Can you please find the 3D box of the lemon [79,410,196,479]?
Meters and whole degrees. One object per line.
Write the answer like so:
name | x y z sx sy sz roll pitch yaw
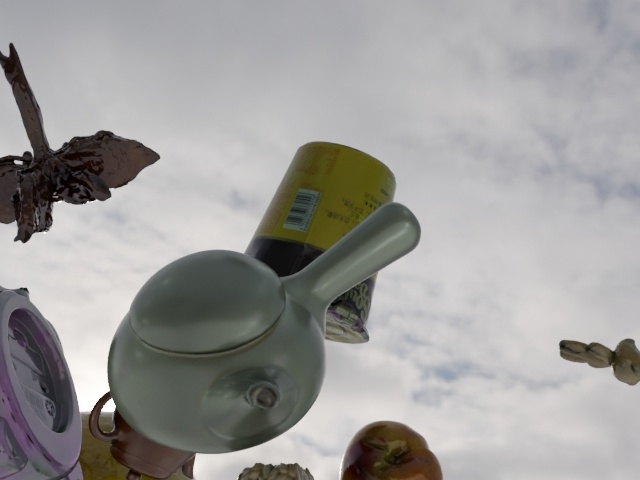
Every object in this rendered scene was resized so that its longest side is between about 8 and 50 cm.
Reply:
lemon | -0.325 0.401 1.324 0.348 0.348 0.348 5 -34 3

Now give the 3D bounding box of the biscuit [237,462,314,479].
biscuit | -0.044 0.283 0.840 0.070 0.169 0.082 -8 -27 22

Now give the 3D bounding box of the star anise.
star anise | -0.228 -0.086 0.755 0.140 0.158 0.144 13 -55 40

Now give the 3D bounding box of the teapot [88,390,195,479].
teapot | -0.197 0.226 1.081 0.116 0.116 0.173 -18 -39 33

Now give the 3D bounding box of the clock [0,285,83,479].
clock | -0.355 0.172 1.080 0.090 0.248 0.227 -24 -30 3

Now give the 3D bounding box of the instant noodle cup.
instant noodle cup | 0.000 0.000 1.277 0.215 0.236 0.215 18 -16 5

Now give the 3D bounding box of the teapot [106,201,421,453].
teapot | -0.062 0.066 0.911 0.220 0.318 0.149 18 -49 25

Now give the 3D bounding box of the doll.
doll | 0.317 0.136 1.059 0.093 0.051 0.061 -5 -27 14

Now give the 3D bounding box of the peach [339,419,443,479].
peach | 0.088 0.308 1.226 0.138 0.138 0.138 5 -34 3
